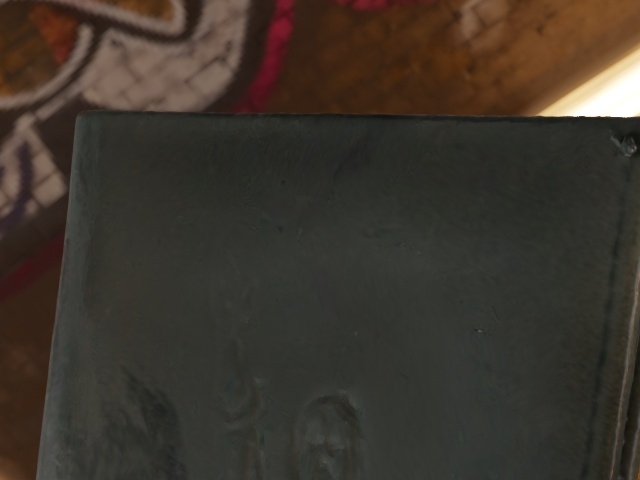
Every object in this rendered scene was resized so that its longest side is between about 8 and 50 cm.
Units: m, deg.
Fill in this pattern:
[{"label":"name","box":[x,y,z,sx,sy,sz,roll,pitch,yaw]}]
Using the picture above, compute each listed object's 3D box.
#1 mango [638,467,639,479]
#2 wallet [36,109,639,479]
[{"label":"mango","box":[0.124,0.093,0.693,0.089,0.060,0.046,12,-96,71]},{"label":"wallet","box":[-0.006,0.073,0.593,0.290,0.054,0.251,6,-93,42]}]
